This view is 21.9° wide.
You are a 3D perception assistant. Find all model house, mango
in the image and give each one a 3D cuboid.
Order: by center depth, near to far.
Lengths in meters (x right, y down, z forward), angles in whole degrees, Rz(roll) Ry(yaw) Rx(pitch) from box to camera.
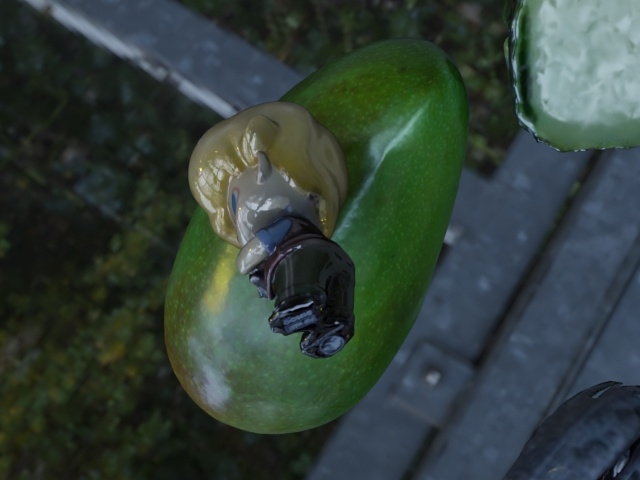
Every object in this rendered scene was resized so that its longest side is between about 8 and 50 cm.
[{"bbox_3d":[0.000,0.000,1.309,0.201,0.225,0.382,35,124,5],"label":"mango"},{"bbox_3d":[0.246,-0.181,1.414,0.189,0.214,0.195,-113,10,-84],"label":"model house"}]

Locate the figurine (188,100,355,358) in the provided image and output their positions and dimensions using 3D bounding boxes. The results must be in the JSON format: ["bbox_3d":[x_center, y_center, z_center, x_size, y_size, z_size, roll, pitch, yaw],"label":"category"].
[{"bbox_3d":[-0.025,-0.003,1.105,0.108,0.196,0.114,-38,133,25],"label":"figurine"}]

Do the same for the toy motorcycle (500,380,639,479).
[{"bbox_3d":[0.008,0.131,0.336,0.074,0.228,0.151,31,154,32],"label":"toy motorcycle"}]
